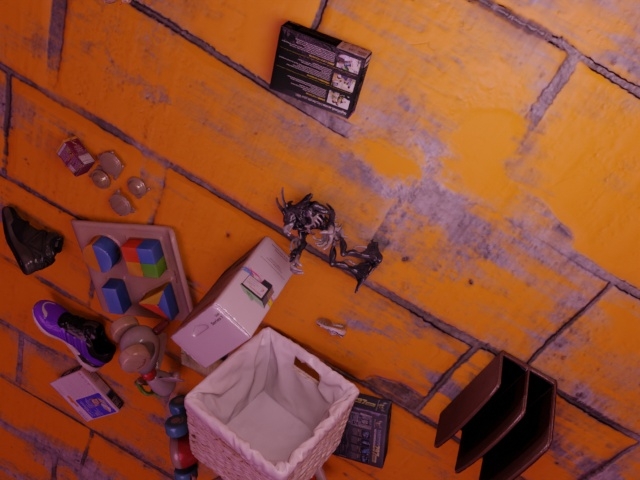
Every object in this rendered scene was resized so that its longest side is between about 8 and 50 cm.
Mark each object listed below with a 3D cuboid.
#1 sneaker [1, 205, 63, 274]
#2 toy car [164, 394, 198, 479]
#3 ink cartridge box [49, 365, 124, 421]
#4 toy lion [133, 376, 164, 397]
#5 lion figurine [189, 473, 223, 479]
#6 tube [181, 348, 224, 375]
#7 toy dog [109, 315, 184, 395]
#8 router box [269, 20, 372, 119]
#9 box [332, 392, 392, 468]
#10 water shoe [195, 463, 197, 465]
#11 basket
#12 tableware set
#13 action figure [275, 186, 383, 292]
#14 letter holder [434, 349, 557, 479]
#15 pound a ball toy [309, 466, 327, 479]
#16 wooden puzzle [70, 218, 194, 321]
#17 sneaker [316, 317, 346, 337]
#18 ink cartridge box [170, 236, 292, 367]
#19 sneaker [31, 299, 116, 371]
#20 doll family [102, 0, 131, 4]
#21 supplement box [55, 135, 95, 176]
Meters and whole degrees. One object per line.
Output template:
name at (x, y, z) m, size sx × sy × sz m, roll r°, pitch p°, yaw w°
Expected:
sneaker at (-0.832, -0.012, 1.740) m, size 0.228 × 0.130 × 0.087 m, roll 51°, pitch 137°, yaw 20°
toy car at (-0.357, 0.626, 1.929) m, size 0.237 × 0.210 × 0.219 m, roll -6°, pitch 109°, yaw -5°
ink cartridge box at (-0.828, 0.541, 2.129) m, size 0.208 × 0.045 × 0.206 m, roll -24°, pitch 111°, yaw 33°
toy lion at (-0.529, 0.462, 1.916) m, size 0.096 × 0.100 × 0.034 m, roll 53°, pitch 127°, yaw 8°
lion figurine at (-0.258, 0.673, 1.819) m, size 0.240 × 0.142 × 0.393 m, roll 4°, pitch 109°, yaw -28°
tube at (-0.316, 0.378, 1.796) m, size 0.240 × 0.062 × 0.070 m, roll 18°, pitch 84°, yaw 17°
toy dog at (-0.474, 0.324, 1.743) m, size 0.220 × 0.160 × 0.334 m, roll 59°, pitch 170°, yaw 18°
router box at (-0.004, -0.333, 1.178) m, size 0.178 × 0.046 × 0.133 m, roll 24°, pitch 129°, yaw 7°
box at (0.103, 0.534, 1.714) m, size 0.183 × 0.059 × 0.233 m, roll 11°, pitch 125°, yaw 17°
water shoe at (-0.488, 0.766, 2.119) m, size 0.080 × 0.073 × 0.203 m, roll 15°, pitch 126°, yaw 17°
basket at (-0.131, 0.472, 1.563) m, size 0.328 × 0.331 × 0.267 m, roll 30°, pitch 133°, yaw 24°
tableware set at (-0.524, -0.145, 1.548) m, size 0.141 × 0.020 × 0.169 m, roll -31°, pitch 105°, yaw 35°
action figure at (0.000, 0.000, 1.347) m, size 0.275 × 0.141 × 0.164 m, roll 34°, pitch 140°, yaw -3°
letter holder at (0.403, 0.452, 1.429) m, size 0.151 × 0.214 × 0.302 m, roll 30°, pitch 129°, yaw 2°
pound a ball toy at (-0.107, 0.734, 1.894) m, size 0.319 × 0.135 × 0.208 m, roll -27°, pitch 78°, yaw 29°
wooden puzzle at (-0.529, 0.101, 1.678) m, size 0.347 × 0.080 × 0.322 m, roll 7°, pitch 125°, yaw 19°
sneaker at (0.026, 0.229, 1.557) m, size 0.083 × 0.032 × 0.037 m, roll 20°, pitch 128°, yaw 11°
ink cartridge box at (-0.202, 0.145, 1.441) m, size 0.117 × 0.278 × 0.201 m, roll 45°, pitch 128°, yaw -10°
sneaker at (-0.759, 0.278, 1.894) m, size 0.146 × 0.102 × 0.293 m, roll -30°, pitch 112°, yaw 31°
doll family at (-0.464, -0.580, 1.185) m, size 0.262 × 0.118 × 0.163 m, roll 32°, pitch 125°, yaw -23°
supplement box at (-0.618, -0.213, 1.519) m, size 0.055 × 0.043 × 0.083 m, roll -36°, pitch 93°, yaw 36°
